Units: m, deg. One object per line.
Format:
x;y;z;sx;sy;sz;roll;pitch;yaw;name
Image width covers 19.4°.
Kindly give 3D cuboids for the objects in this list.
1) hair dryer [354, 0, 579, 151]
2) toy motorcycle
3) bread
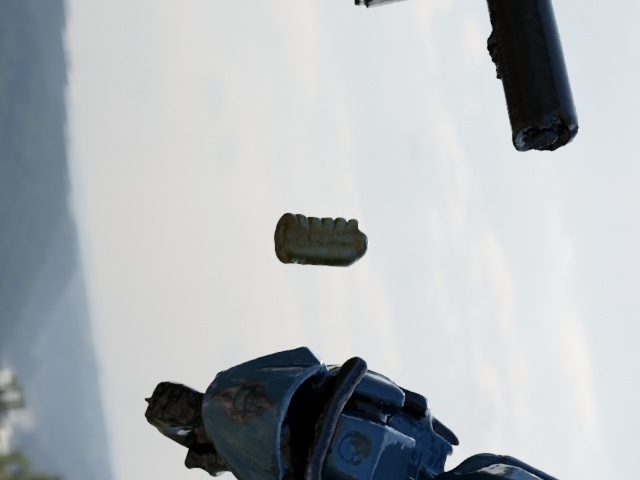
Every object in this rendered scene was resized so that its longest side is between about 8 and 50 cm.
0.126;-0.165;1.297;0.089;0.197;0.251;78;1;-53;hair dryer
0.051;0.199;1.551;0.232;0.416;0.172;122;-10;-74;toy motorcycle
0.000;0.000;1.725;0.034;0.088;0.049;154;-63;-79;bread
